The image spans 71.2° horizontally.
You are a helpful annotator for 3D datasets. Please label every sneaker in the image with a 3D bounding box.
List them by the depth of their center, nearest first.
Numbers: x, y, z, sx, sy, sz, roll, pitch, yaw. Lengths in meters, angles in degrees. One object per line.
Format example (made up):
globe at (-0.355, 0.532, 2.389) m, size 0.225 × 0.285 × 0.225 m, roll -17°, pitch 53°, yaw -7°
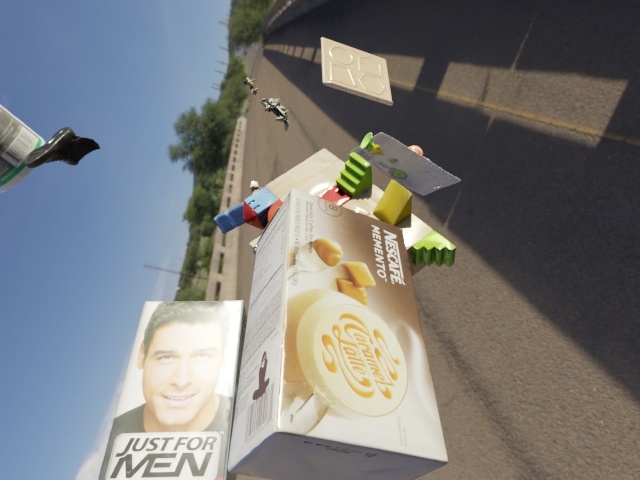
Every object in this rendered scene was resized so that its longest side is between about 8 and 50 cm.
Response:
sneaker at (-0.628, -0.211, 1.095) m, size 0.170 × 0.051 × 0.089 m, roll -61°, pitch -29°, yaw -33°

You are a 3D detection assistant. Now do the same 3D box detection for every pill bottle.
pill bottle at (-0.920, -0.302, 1.126) m, size 0.204 × 0.361 × 0.204 m, roll -18°, pitch 48°, yaw 21°

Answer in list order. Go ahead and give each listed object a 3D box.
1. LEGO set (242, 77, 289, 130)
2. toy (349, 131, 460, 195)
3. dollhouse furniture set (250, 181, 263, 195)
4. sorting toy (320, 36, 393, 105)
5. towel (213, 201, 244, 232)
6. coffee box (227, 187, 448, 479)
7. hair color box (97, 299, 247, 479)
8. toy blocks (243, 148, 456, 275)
LEGO set at (-0.065, -0.184, 0.589) m, size 0.023 × 0.083 × 0.054 m, roll -38°, pitch 26°, yaw 13°
toy at (0.204, -0.193, 1.068) m, size 0.137 × 0.238 × 0.056 m, roll -20°, pitch 52°, yaw 61°
dollhouse furniture set at (-0.150, -0.117, 1.313) m, size 0.091 × 0.115 × 0.081 m, roll 118°, pitch 155°, yaw -75°
sorting toy at (0.090, -0.437, 1.168) m, size 0.038 × 0.193 × 0.208 m, roll 124°, pitch 150°, yaw -48°
towel at (-0.284, -0.074, 1.462) m, size 0.120 × 0.067 × 0.029 m, roll -26°, pitch 15°, yaw 14°
coffee box at (0.011, 0.082, 0.417) m, size 0.098 × 0.141 × 0.246 m, roll -53°, pitch 25°, yaw 39°
hair color box at (-0.230, 0.286, 0.746) m, size 0.113 × 0.186 × 0.374 m, roll 91°, pitch 178°, yaw -50°
toy blocks at (0.000, 0.000, 0.796) m, size 0.381 × 0.261 × 0.190 m, roll 44°, pitch 161°, yaw 34°
